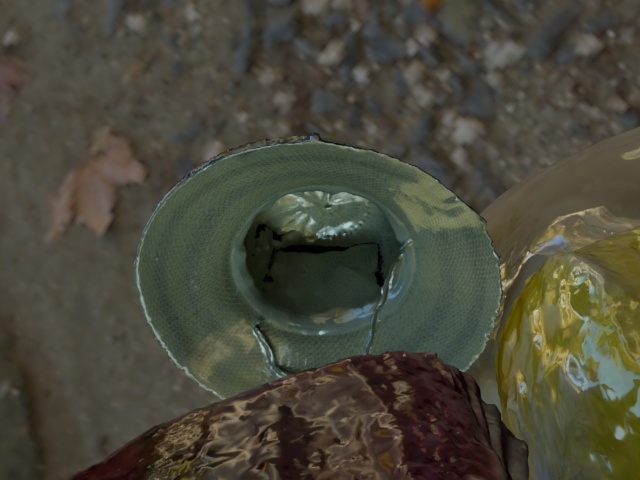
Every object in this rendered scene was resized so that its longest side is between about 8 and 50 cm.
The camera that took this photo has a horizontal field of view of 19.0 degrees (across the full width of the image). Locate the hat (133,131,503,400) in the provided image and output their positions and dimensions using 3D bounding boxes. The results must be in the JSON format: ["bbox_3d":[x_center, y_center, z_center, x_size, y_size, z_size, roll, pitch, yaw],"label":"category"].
[{"bbox_3d":[0.000,0.000,1.318,0.252,0.252,0.110,-30,30,23],"label":"hat"}]

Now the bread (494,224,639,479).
[{"bbox_3d":[0.176,0.078,0.902,0.170,0.197,0.197,-25,42,-24],"label":"bread"}]

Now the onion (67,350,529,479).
[{"bbox_3d":[-0.012,0.205,0.585,0.280,0.146,0.314,-25,81,-5],"label":"onion"}]

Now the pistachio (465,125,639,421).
[{"bbox_3d":[0.266,0.030,1.394,0.445,0.365,0.281,-44,80,18],"label":"pistachio"}]
